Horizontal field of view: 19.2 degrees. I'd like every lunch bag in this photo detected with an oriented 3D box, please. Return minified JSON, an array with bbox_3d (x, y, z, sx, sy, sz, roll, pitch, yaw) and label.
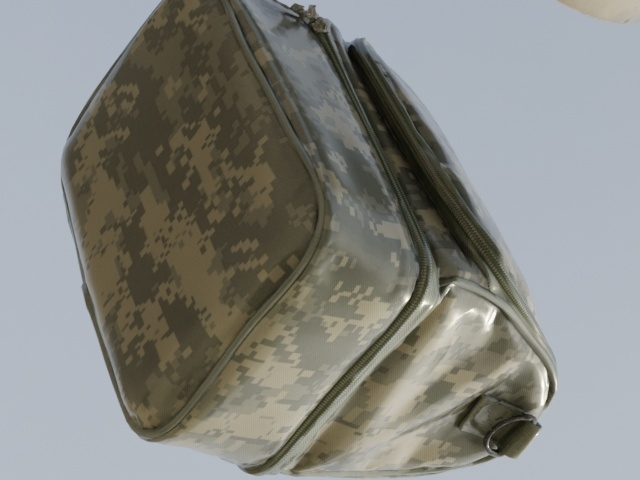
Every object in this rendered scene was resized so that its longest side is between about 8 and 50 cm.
[{"bbox_3d":[0.000,0.000,1.218,0.212,0.256,0.305,-49,-139,22],"label":"lunch bag"}]

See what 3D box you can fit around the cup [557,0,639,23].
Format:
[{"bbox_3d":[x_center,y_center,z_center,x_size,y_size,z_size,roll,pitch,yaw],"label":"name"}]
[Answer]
[{"bbox_3d":[0.205,-0.350,1.292,0.237,0.331,0.331,-40,-103,31],"label":"cup"}]
